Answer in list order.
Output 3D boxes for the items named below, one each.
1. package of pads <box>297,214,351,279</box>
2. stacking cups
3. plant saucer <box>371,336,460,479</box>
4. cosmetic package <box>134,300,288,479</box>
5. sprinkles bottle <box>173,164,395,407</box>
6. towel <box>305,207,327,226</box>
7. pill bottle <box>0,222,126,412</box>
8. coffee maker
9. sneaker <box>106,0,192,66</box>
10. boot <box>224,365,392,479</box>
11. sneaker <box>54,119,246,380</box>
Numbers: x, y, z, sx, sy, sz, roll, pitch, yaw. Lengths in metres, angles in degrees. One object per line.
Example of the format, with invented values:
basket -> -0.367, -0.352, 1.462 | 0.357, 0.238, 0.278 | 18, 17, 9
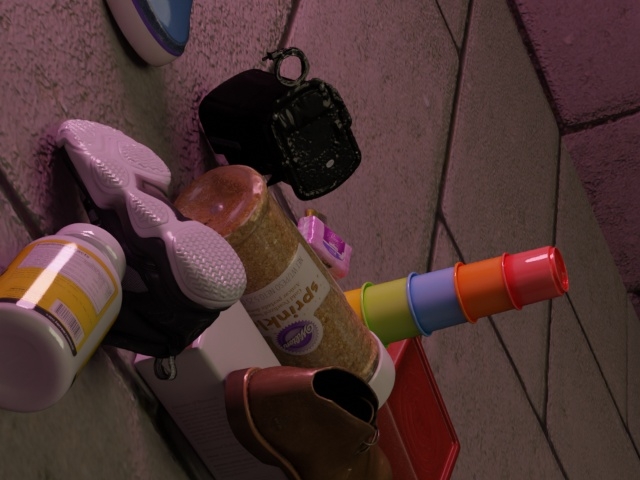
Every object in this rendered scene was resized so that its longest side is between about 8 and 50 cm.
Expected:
package of pads -> 0.003, 0.009, 2.086 | 0.083, 0.032, 0.050 | 40, 44, -35
stacking cups -> 0.153, 0.080, 2.044 | 0.096, 0.316, 0.096 | -13, 90, -68
plant saucer -> 0.122, 0.251, 2.224 | 0.258, 0.047, 0.259 | 68, 23, -16
cosmetic package -> -0.096, 0.157, 1.688 | 0.231, 0.085, 0.117 | 59, 27, -32
sprinkles bottle -> -0.038, 0.069, 1.840 | 0.355, 0.121, 0.121 | 55, 29, -41
towel -> 0.000, 0.000, 2.136 | 0.060, 0.009, 0.083 | 32, 47, -62
pill bottle -> -0.230, 0.059, 1.388 | 0.184, 0.103, 0.103 | -64, 134, -60
coffee maker -> -0.050, -0.144, 1.842 | 0.120, 0.178, 0.171 | -10, 106, -29
sneaker -> -0.123, -0.372, 1.761 | 0.130, 0.236, 0.323 | 16, 61, -66
boot -> 0.023, 0.208, 1.682 | 0.305, 0.115, 0.112 | 44, 37, -53
sneaker -> -0.191, 0.010, 1.534 | 0.101, 0.153, 0.268 | 1, 38, -51
